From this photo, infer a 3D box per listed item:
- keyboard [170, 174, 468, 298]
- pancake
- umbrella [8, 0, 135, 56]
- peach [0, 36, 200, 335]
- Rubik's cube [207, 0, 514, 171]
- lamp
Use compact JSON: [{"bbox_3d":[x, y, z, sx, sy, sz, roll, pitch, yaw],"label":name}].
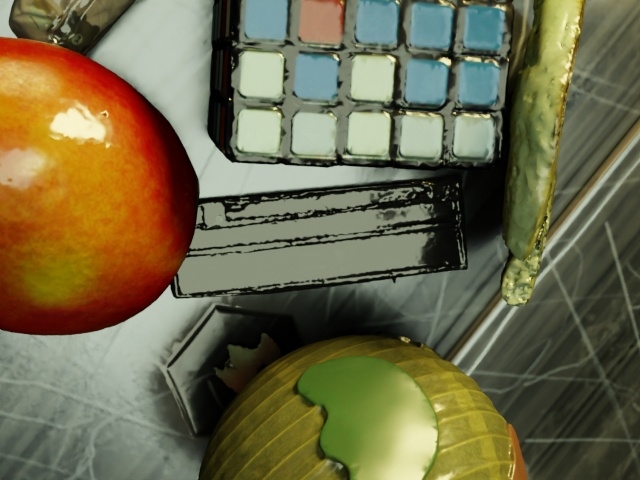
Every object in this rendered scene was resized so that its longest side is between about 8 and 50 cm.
[{"bbox_3d":[0.000,0.000,0.755,0.250,0.017,0.087,-6,100,-10],"label":"keyboard"},{"bbox_3d":[0.159,-0.076,0.668,0.037,0.253,0.254,8,99,13],"label":"pancake"},{"bbox_3d":[-0.098,-0.263,0.661,0.337,0.073,0.067,-49,125,0],"label":"umbrella"},{"bbox_3d":[-0.200,-0.036,0.615,0.226,0.196,0.190,25,86,-38],"label":"peach"},{"bbox_3d":[0.018,-0.146,0.646,0.182,0.187,0.184,2,97,-10],"label":"Rubik's cube"},{"bbox_3d":[0.013,0.177,0.696,0.250,0.284,0.250,-29,145,-24],"label":"lamp"}]
